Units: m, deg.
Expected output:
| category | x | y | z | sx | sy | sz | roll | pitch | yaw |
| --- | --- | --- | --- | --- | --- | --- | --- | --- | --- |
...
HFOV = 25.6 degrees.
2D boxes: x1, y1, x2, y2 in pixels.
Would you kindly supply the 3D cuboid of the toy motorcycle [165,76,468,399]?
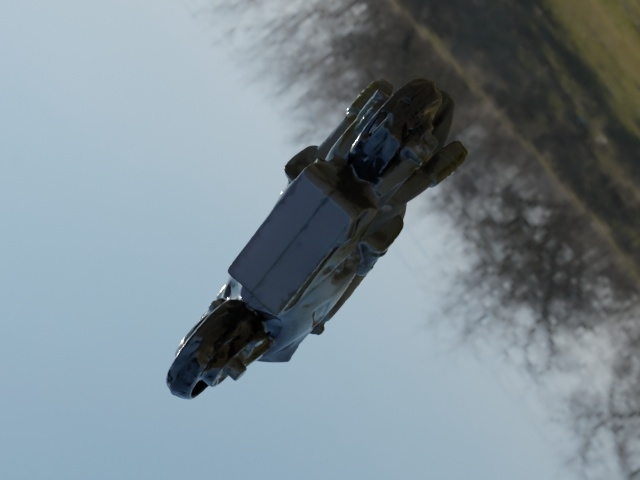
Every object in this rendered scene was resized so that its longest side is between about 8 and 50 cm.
| category | x | y | z | sx | sy | sz | roll | pitch | yaw |
| --- | --- | --- | --- | --- | --- | --- | --- | --- | --- |
| toy motorcycle | 0.000 | 0.000 | 0.810 | 0.073 | 0.225 | 0.152 | 41 | -170 | 9 |
